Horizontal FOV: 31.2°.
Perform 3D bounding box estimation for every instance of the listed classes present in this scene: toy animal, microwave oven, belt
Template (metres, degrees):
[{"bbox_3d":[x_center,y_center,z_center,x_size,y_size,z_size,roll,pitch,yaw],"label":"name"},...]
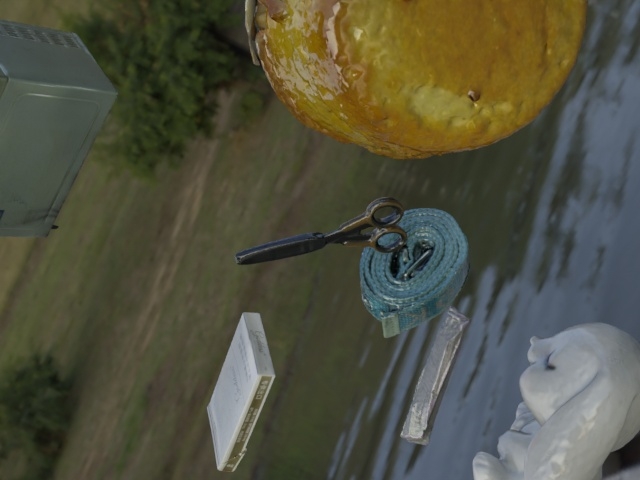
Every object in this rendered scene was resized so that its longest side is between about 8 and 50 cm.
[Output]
[{"bbox_3d":[0.352,0.234,1.547,0.271,0.206,0.265,-22,-43,-57],"label":"toy animal"},{"bbox_3d":[-0.334,-0.118,1.200,0.129,0.163,0.205,51,121,30],"label":"microwave oven"},{"bbox_3d":[0.126,0.038,1.559,0.147,0.163,0.082,58,168,36],"label":"belt"}]

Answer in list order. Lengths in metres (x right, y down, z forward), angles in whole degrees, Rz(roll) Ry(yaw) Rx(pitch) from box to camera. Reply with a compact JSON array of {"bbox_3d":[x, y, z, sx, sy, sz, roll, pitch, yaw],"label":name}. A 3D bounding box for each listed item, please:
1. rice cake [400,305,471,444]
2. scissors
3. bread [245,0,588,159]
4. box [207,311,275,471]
[{"bbox_3d":[0.211,0.250,2.085,0.049,0.055,0.270,4,-74,-61],"label":"rice cake"},{"bbox_3d":[0.000,0.000,1.448,0.017,0.220,0.088,-106,3,-46],"label":"scissors"},{"bbox_3d":[0.110,-0.258,1.242,0.204,0.358,0.337,21,95,65],"label":"bread"},{"bbox_3d":[-0.105,0.198,1.495,0.109,0.029,0.198,-107,30,-44],"label":"box"}]
